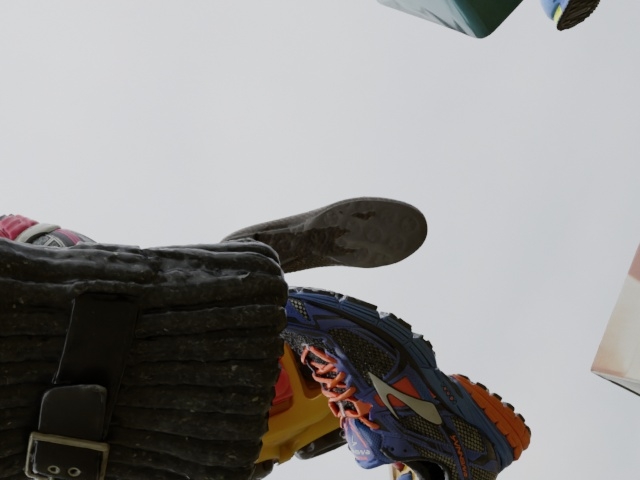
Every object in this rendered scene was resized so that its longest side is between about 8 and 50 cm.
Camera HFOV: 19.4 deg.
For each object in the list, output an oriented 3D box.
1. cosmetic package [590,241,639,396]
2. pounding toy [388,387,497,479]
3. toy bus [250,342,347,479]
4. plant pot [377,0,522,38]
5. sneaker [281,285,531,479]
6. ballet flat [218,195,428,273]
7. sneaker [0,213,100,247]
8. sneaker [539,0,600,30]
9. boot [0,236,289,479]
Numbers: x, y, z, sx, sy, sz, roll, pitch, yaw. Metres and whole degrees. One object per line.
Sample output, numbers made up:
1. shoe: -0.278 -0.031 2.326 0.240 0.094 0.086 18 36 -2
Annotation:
1. cosmetic package: 0.336 -0.005 1.381 0.153 0.129 0.296 28 -98 -30
2. pounding toy: 0.105 0.188 1.759 0.130 0.100 0.141 -94 17 -54
3. toy bus: -0.046 0.114 1.598 0.220 0.149 0.211 -19 -12 -20
4. plant pot: 0.064 -0.290 1.287 0.165 0.166 0.234 -46 -61 -7
5. sneaker: 0.040 0.102 1.208 0.221 0.083 0.087 37 -105 -19
6. ballet flat: 0.000 0.000 2.110 0.058 0.250 0.084 -46 -57 -75
7. sneaker: -0.237 0.135 1.469 0.121 0.112 0.299 -24 -52 -71
8. sneaker: 0.283 -0.313 2.032 0.069 0.082 0.209 -20 -19 -22
9. boot: -0.179 0.125 1.112 0.260 0.131 0.348 6 -42 -22
